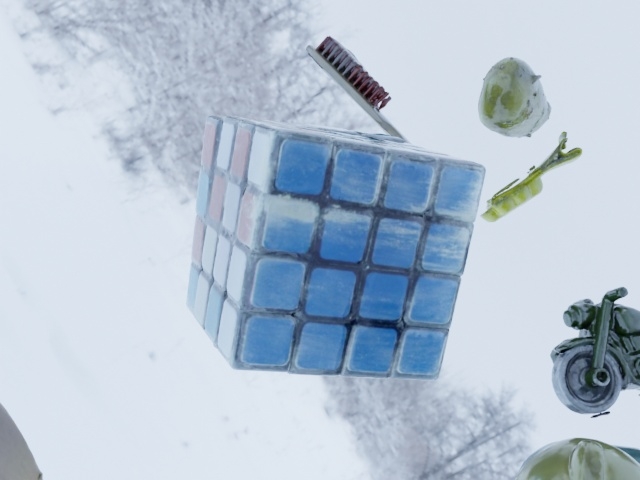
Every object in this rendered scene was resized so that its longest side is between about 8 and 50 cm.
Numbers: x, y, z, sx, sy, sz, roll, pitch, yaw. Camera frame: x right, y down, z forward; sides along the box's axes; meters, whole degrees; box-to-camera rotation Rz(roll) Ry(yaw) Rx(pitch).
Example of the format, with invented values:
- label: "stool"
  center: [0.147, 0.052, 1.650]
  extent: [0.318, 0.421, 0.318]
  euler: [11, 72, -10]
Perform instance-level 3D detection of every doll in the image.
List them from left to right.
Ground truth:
- label: "doll"
  center: [0.262, 0.282, 0.817]
  extent: [0.260, 0.161, 0.177]
  euler: [34, 62, -73]

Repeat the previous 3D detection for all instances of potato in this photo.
- label: "potato"
  center: [0.284, -0.204, 1.212]
  extent: [0.085, 0.105, 0.188]
  euler: [45, 18, 29]

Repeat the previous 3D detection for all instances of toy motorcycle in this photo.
- label: "toy motorcycle"
  center: [0.359, 0.125, 0.961]
  extent: [0.205, 0.275, 0.127]
  euler: [138, -57, -70]

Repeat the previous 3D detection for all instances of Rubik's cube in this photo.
- label: "Rubik's cube"
  center: [0.000, -0.001, 0.960]
  extent: [0.253, 0.259, 0.256]
  euler: [-147, -115, -66]

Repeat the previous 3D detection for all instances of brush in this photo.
- label: "brush"
  center: [0.104, -0.171, 1.177]
  extent: [0.321, 0.050, 0.060]
  euler: [48, 4, 8]

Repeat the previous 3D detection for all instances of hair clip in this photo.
- label: "hair clip"
  center: [0.309, -0.086, 1.227]
  extent: [0.046, 0.173, 0.072]
  euler: [49, -2, 9]

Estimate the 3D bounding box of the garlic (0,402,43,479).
- label: "garlic"
  center: [-0.451, 0.233, 0.974]
  extent: [0.318, 0.112, 0.143]
  euler: [47, 38, -32]
